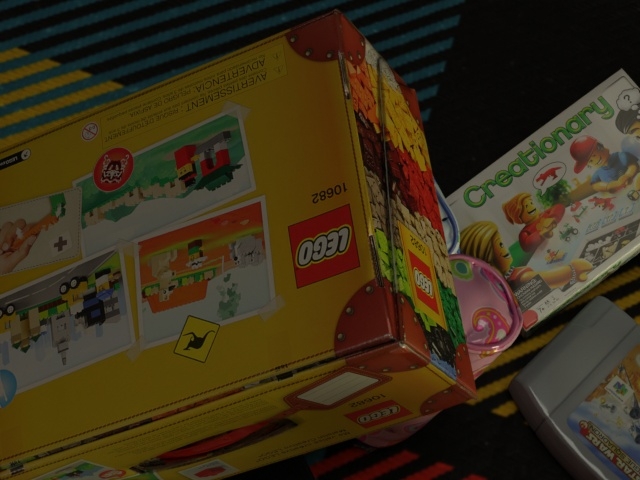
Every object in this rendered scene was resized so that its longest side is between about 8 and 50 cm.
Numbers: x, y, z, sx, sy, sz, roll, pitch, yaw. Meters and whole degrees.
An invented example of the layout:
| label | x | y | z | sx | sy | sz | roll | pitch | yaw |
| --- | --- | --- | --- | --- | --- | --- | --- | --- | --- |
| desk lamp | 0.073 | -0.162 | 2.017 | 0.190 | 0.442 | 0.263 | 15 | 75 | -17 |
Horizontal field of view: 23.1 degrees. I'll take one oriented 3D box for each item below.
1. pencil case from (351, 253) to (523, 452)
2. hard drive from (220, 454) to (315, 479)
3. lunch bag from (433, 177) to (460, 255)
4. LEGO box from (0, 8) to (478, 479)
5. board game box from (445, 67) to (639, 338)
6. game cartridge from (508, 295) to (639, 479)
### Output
| label | x | y | z | sx | sy | sz | roll | pitch | yaw |
| --- | --- | --- | --- | --- | --- | --- | --- | --- | --- |
| pencil case | 0.104 | 0.127 | 1.709 | 0.124 | 0.284 | 0.124 | 13 | 57 | -21 |
| hard drive | -0.095 | 0.261 | 1.722 | 0.172 | 0.054 | 0.255 | -22 | 68 | -22 |
| lunch bag | 0.000 | 0.000 | 1.819 | 0.303 | 0.115 | 0.243 | -26 | 76 | -3 |
| LEGO box | -0.131 | 0.042 | 1.608 | 0.500 | 0.193 | 0.373 | -19 | 61 | 20 |
| board game box | 0.311 | -0.047 | 1.924 | 0.305 | 0.053 | 0.193 | -37 | 72 | -5 |
| game cartridge | 0.377 | 0.224 | 1.848 | 0.297 | 0.062 | 0.198 | 42 | 57 | 12 |
